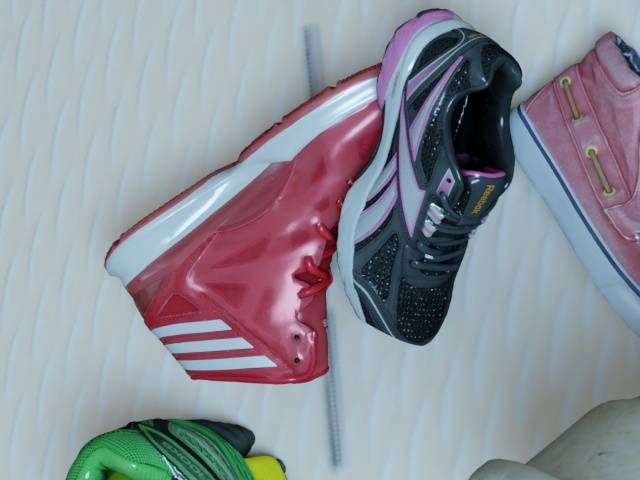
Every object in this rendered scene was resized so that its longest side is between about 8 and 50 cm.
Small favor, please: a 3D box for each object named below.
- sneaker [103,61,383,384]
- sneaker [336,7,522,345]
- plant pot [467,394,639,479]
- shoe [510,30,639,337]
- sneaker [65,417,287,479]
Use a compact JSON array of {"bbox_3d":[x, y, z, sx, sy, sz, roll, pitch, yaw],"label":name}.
[{"bbox_3d":[0.000,0.000,1.093,0.221,0.087,0.128,-34,85,17],"label":"sneaker"},{"bbox_3d":[0.061,-0.026,1.022,0.077,0.072,0.178,30,120,52],"label":"sneaker"},{"bbox_3d":[0.283,0.100,0.775,0.305,0.334,0.334,-45,61,-10],"label":"plant pot"},{"bbox_3d":[0.166,-0.022,0.998,0.081,0.063,0.178,-43,60,21],"label":"shoe"},{"bbox_3d":[-0.062,0.256,1.026,0.134,0.146,0.343,-28,70,21],"label":"sneaker"}]
